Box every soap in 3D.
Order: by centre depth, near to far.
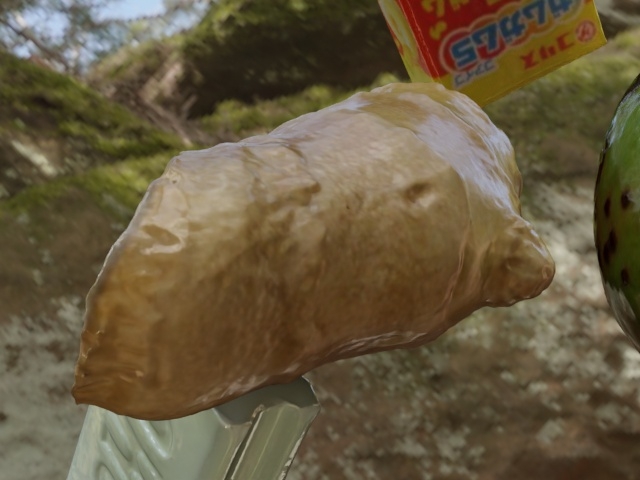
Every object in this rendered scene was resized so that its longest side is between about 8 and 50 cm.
[{"bbox_3d":[-0.079,0.116,0.846,0.067,0.119,0.198,-12,-39,-33],"label":"soap"}]

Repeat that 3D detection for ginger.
[{"bbox_3d":[0.000,0.000,0.766,0.354,0.190,0.126,-23,-42,-46],"label":"ginger"}]

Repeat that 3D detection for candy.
[{"bbox_3d":[0.098,-0.243,1.116,0.146,0.088,0.276,-27,-62,-5],"label":"candy"}]

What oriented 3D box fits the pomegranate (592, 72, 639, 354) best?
[{"bbox_3d":[0.225,-0.025,0.617,0.202,0.202,0.248,8,-43,-40],"label":"pomegranate"}]
